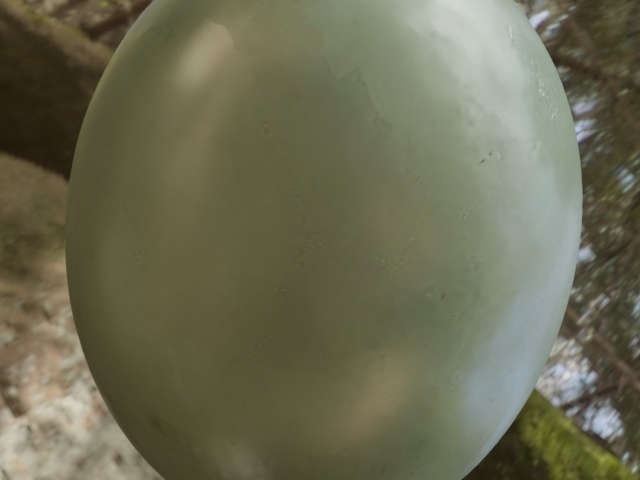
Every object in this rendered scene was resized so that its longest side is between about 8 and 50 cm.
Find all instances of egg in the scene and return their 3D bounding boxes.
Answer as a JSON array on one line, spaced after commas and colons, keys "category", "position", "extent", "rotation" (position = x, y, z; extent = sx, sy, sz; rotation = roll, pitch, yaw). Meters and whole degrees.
[{"category": "egg", "position": [0.000, 0.000, 0.692], "extent": [0.203, 0.203, 0.283], "rotation": [25, -40, 17]}]
